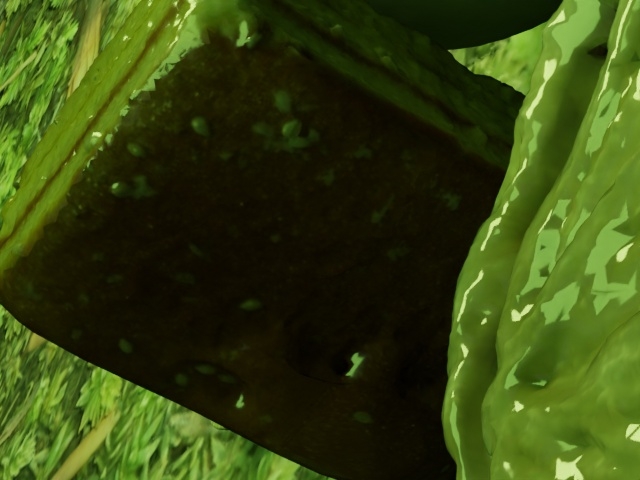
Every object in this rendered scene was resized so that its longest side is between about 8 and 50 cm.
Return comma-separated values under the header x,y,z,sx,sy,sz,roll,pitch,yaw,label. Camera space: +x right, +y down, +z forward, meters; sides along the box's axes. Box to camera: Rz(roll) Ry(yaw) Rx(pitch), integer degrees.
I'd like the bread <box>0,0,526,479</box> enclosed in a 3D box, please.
x,y,z,sx,sy,sz,roll,pitch,yaw,label
0.000,0.000,0.649,0.184,0.234,0.110,-49,27,29,bread

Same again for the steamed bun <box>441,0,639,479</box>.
x,y,z,sx,sy,sz,roll,pitch,yaw,label
0.118,0.045,0.450,0.247,0.189,0.428,-15,54,50,steamed bun

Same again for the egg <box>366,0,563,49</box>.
x,y,z,sx,sy,sz,roll,pitch,yaw,label
0.081,-0.254,0.685,0.258,0.258,0.352,23,90,65,egg

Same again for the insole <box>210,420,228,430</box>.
x,y,z,sx,sy,sz,roll,pitch,yaw,label
-0.041,0.011,0.950,0.081,0.011,0.248,-28,40,26,insole
